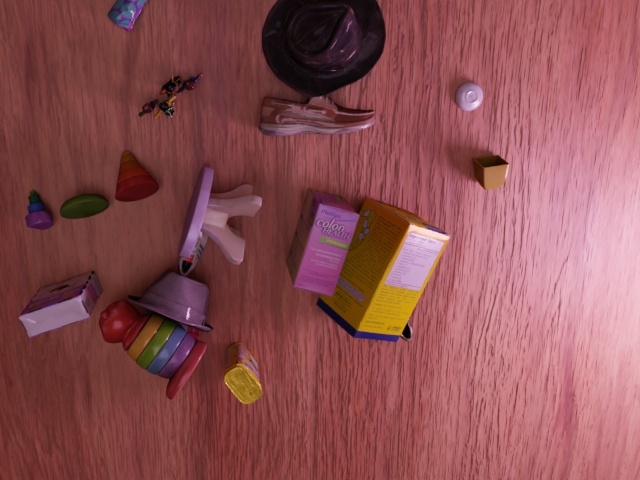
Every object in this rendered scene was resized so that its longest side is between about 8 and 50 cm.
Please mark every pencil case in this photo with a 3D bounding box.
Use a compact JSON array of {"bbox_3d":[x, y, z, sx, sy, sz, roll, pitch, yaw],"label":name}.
[{"bbox_3d":[-0.468,-0.606,1.548,0.070,0.064,0.151,39,98,-1],"label":"pencil case"}]

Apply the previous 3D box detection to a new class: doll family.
[{"bbox_3d":[-0.391,-0.381,1.603,0.076,0.111,0.193,39,97,-17],"label":"doll family"}]

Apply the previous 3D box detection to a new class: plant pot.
[{"bbox_3d":[0.505,-0.198,1.820,0.082,0.081,0.083,-10,120,-6],"label":"plant pot"}]

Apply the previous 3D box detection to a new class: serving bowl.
[{"bbox_3d":[0.432,-0.415,1.768,0.083,0.027,0.083,-3,108,-8],"label":"serving bowl"}]

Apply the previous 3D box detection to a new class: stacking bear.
[{"bbox_3d":[-0.477,0.275,1.692,0.289,0.175,0.164,35,99,-10],"label":"stacking bear"}]

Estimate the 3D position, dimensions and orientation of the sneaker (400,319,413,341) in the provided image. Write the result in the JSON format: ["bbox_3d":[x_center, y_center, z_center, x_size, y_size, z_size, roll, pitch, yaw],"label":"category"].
[{"bbox_3d":[0.246,0.230,1.909,0.066,0.071,0.188,-29,109,1],"label":"sneaker"}]

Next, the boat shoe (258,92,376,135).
[{"bbox_3d":[-0.006,-0.350,1.671,0.324,0.123,0.116,-4,105,-10],"label":"boat shoe"}]

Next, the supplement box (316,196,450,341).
[{"bbox_3d":[0.176,0.087,1.759,0.194,0.195,0.356,14,106,-42],"label":"supplement box"}]

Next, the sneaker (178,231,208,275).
[{"bbox_3d":[-0.363,0.030,1.750,0.057,0.075,0.161,23,102,-15],"label":"sneaker"}]

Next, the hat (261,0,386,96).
[{"bbox_3d":[0.005,-0.543,1.571,0.331,0.134,0.331,0,89,3],"label":"hat"}]

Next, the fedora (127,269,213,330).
[{"bbox_3d":[-0.396,0.159,1.709,0.244,0.275,0.124,19,77,14],"label":"fedora"}]

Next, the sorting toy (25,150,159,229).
[{"bbox_3d":[-0.629,-0.144,1.660,0.366,0.127,0.126,-19,79,0],"label":"sorting toy"}]

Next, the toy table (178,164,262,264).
[{"bbox_3d":[-0.275,-0.062,1.659,0.161,0.252,0.274,17,67,-18],"label":"toy table"}]

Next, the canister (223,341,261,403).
[{"bbox_3d":[-0.234,0.391,1.830,0.073,0.170,0.126,-33,109,2],"label":"canister"}]

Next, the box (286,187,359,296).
[{"bbox_3d":[0.000,0.000,1.726,0.117,0.213,0.243,14,103,-13],"label":"box"}]

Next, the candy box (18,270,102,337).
[{"bbox_3d":[-0.703,0.169,1.674,0.165,0.196,0.070,-19,109,-3],"label":"candy box"}]

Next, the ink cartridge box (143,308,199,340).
[{"bbox_3d":[-0.464,0.294,1.815,0.175,0.072,0.127,26,100,-15],"label":"ink cartridge box"}]
